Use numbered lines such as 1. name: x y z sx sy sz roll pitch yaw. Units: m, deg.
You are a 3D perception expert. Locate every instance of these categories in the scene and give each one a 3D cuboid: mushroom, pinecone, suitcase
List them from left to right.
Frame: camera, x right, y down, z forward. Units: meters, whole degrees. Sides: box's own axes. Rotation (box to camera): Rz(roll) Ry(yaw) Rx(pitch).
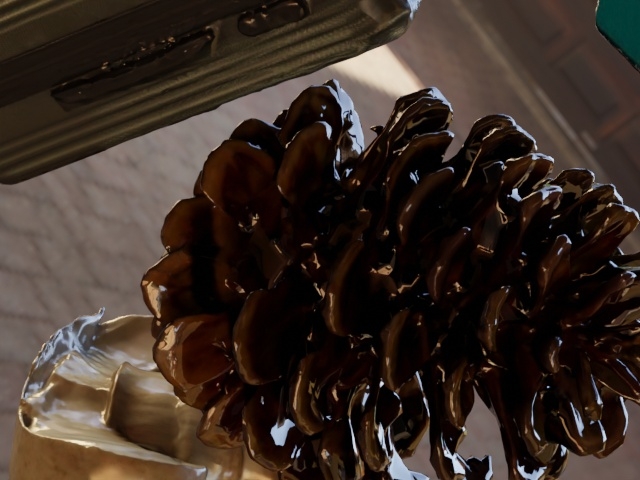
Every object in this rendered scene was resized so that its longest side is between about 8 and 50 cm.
1. mushroom: -0.121 0.177 1.167 0.195 0.189 0.253 14 24 0
2. suitcase: -0.088 -0.151 0.867 0.128 0.312 0.202 59 29 -28
3. pinecone: 0.057 0.037 0.885 0.292 0.246 0.246 14 -15 40

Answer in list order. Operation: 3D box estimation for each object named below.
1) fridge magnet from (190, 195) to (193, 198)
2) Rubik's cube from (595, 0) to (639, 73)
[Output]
1. fridge magnet: 0.000 0.000 1.232 0.208 0.088 0.208 18 -9 3
2. Rubik's cube: 0.225 -0.085 0.469 0.250 0.234 0.284 131 -42 -76
